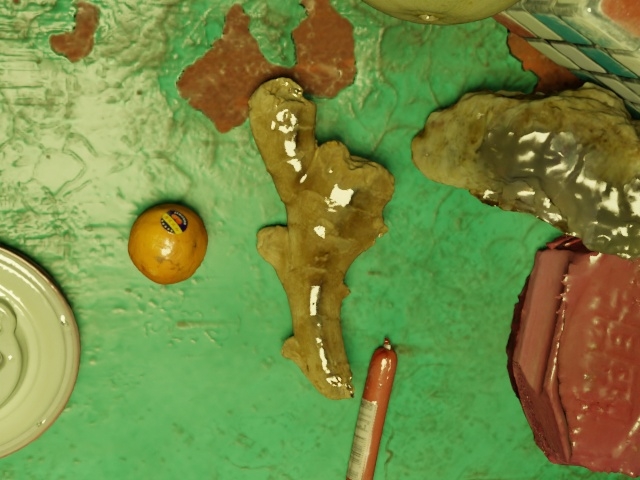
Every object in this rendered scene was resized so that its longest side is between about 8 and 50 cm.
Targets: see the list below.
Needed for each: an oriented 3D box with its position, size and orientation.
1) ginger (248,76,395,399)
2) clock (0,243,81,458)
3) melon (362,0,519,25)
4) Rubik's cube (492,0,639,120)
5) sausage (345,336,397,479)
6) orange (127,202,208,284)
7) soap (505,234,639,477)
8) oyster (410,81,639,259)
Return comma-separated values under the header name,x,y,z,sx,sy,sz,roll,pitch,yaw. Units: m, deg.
name,x,y,z,sx,sy,sz,roll,pitch,yaw
ginger,0.000,0.000,1.046,0.147,0.081,0.334,-1,103,-7
clock,-0.364,0.113,1.008,0.244,0.056,0.244,-3,103,-12
melon,0.109,-0.361,0.887,0.268,0.268,0.330,6,93,-14
Rubik's cube,0.352,-0.261,0.968,0.256,0.259,0.253,30,97,-16
sausage,0.053,0.230,1.139,0.034,0.034,0.253,8,102,-14
orange,-0.153,0.004,1.015,0.083,0.083,0.084,-3,104,-12
soap,0.313,0.109,1.129,0.182,0.112,0.289,8,100,-17
oyster,0.264,-0.067,1.020,0.341,0.110,0.166,30,108,10
